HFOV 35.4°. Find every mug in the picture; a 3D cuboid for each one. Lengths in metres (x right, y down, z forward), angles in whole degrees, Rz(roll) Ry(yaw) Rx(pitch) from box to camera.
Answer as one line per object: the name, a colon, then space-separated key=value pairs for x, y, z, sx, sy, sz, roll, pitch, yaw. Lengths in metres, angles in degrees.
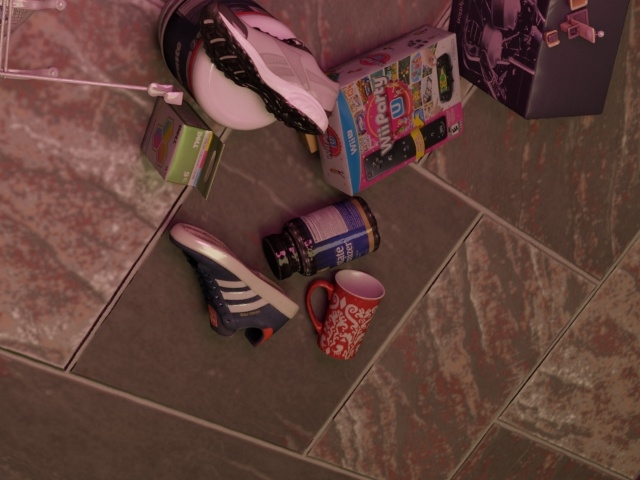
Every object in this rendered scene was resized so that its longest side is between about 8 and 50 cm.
mug: x=0.045 y=0.155 z=2.176 sx=0.113 sy=0.150 sz=0.169 roll=-29 pitch=143 yaw=-56

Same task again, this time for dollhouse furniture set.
dollhouse furniture set: x=0.423 y=-0.380 z=1.663 sx=0.091 sy=0.081 sz=0.114 roll=-23 pitch=125 yaw=-11

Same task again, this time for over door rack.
over door rack: x=-0.358 y=-0.351 z=1.543 sx=0.324 sy=0.108 sz=0.240 roll=6 pitch=109 yaw=-14

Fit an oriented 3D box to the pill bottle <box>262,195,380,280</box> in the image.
pill bottle: x=0.000 y=0.000 z=2.033 sx=0.219 sy=0.123 sz=0.123 roll=-21 pitch=125 yaw=-15

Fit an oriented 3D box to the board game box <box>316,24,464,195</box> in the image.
board game box: x=0.131 y=-0.253 z=1.929 sx=0.303 sy=0.097 sz=0.224 roll=-29 pitch=127 yaw=-26

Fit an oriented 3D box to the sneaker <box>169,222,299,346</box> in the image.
sneaker: x=-0.194 y=0.102 z=1.988 sx=0.148 sy=0.131 sz=0.350 roll=-49 pitch=127 yaw=0

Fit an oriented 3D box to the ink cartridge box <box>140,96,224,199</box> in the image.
ink cartridge box: x=-0.244 y=-0.165 z=1.759 sx=0.062 sy=0.209 sz=0.109 roll=10 pitch=112 yaw=-32

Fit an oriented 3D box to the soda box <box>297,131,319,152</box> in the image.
soda box: x=-0.027 y=-0.262 z=1.906 sx=0.058 sy=0.061 sz=0.181 roll=-27 pitch=126 yaw=-10

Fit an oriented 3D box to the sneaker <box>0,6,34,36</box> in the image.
sneaker: x=-0.554 y=-0.326 z=1.570 sx=0.281 sy=0.115 sz=0.105 roll=-35 pitch=127 yaw=-5

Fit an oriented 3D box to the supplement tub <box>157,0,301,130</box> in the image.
supplement tub: x=-0.156 y=-0.315 z=1.678 sx=0.191 sy=0.272 sz=0.191 roll=-12 pitch=122 yaw=-20

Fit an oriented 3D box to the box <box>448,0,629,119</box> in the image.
box: x=0.399 y=-0.442 z=1.861 sx=0.178 sy=0.312 sz=0.343 roll=-7 pitch=120 yaw=-23

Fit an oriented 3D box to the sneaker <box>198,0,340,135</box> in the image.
sneaker: x=-0.075 y=-0.273 z=1.524 sx=0.271 sy=0.100 sz=0.108 roll=39 pitch=72 yaw=-34
